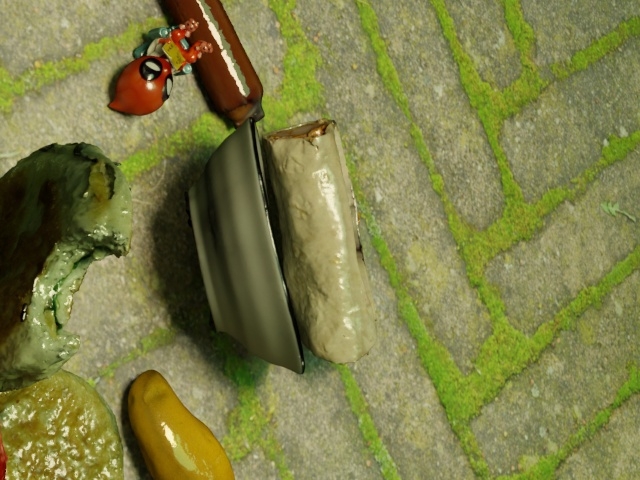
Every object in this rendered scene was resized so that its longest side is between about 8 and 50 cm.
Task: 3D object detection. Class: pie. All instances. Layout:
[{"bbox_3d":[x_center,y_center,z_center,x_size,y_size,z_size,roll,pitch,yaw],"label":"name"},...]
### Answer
[{"bbox_3d":[-0.319,0.257,1.714,0.277,0.078,0.277,7,80,-43],"label":"pie"},{"bbox_3d":[-0.295,0.026,1.640,0.067,0.302,0.303,29,60,-32],"label":"pie"}]

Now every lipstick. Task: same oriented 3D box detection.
[{"bbox_3d":[-0.176,-0.331,2.011,0.077,0.077,0.418,-39,109,-44],"label":"lipstick"}]

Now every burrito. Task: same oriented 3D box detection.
[{"bbox_3d":[0.001,0.000,2.048,0.105,0.143,0.299,-10,96,-8],"label":"burrito"}]

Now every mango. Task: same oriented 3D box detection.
[{"bbox_3d":[-0.162,0.239,1.874,0.190,0.075,0.098,60,30,-11],"label":"mango"}]

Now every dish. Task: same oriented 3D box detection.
[{"bbox_3d":[-0.098,0.014,1.920,0.106,0.316,0.316,-11,87,-3],"label":"dish"}]

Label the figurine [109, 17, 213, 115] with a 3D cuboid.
[{"bbox_3d":[-0.199,-0.204,1.956,0.140,0.075,0.068,-49,116,-30],"label":"figurine"}]

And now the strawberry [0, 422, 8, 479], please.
[{"bbox_3d":[-0.388,0.177,1.537,0.336,0.265,0.149,65,29,-16],"label":"strawberry"}]

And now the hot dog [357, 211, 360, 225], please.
[{"bbox_3d":[-0.003,-0.069,2.142,0.071,0.045,0.165,-45,111,-45],"label":"hot dog"}]
